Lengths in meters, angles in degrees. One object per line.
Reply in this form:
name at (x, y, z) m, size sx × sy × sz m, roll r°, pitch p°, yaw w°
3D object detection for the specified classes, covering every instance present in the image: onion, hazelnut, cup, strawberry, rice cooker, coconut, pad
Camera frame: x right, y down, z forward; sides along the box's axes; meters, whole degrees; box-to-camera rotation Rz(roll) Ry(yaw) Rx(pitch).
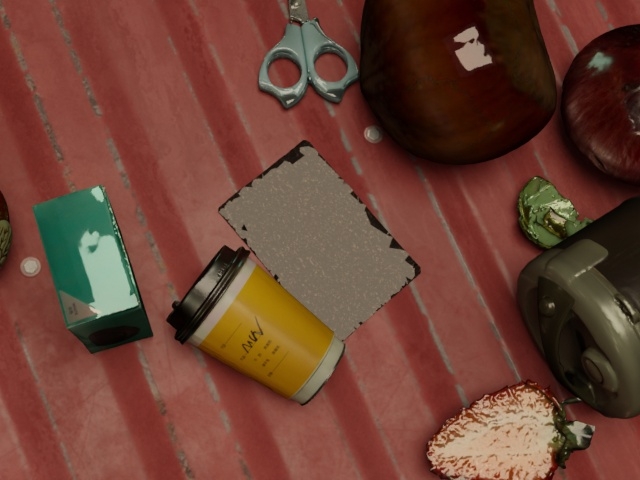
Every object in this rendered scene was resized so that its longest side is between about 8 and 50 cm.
onion at (0.619, -0.269, 1.877) m, size 0.347 × 0.285 × 0.348 m, roll 2°, pitch 66°, yaw -3°
hazelnut at (0.234, -0.335, 1.814) m, size 0.359 × 0.359 × 0.409 m, roll -13°, pitch 70°, yaw -11°
cup at (-0.105, 0.145, 1.732) m, size 0.279 × 0.196 × 0.196 m, roll 35°, pitch 74°, yaw -6°
strawberry at (0.323, 0.343, 1.778) m, size 0.286 × 0.106 × 0.188 m, roll -11°, pitch 79°, yaw 4°
rice cooker at (0.517, 0.118, 1.756) m, size 0.325 × 0.335 × 0.335 m, roll -31°, pitch 82°, yaw -14°
coconut at (0.424, -0.042, 1.908) m, size 0.133 × 0.055 × 0.158 m, roll -33°, pitch 81°, yaw -13°
pad at (0.000, 0.000, 1.867) m, size 0.220 × 0.004 × 0.330 m, roll -39°, pitch 84°, yaw -14°

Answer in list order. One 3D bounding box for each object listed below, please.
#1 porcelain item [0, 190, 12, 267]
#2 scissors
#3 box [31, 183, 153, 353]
porcelain item at (-0.629, -0.025, 1.673) m, size 0.253 × 0.253 × 0.253 m, roll 2°, pitch 76°, yaw -7°
scissors at (-0.040, -0.423, 1.952) m, size 0.191 × 0.029 × 0.360 m, roll -7°, pitch 78°, yaw -8°
box at (-0.357, 0.056, 1.645) m, size 0.118 × 0.311 × 0.205 m, roll -19°, pitch 80°, yaw -10°
